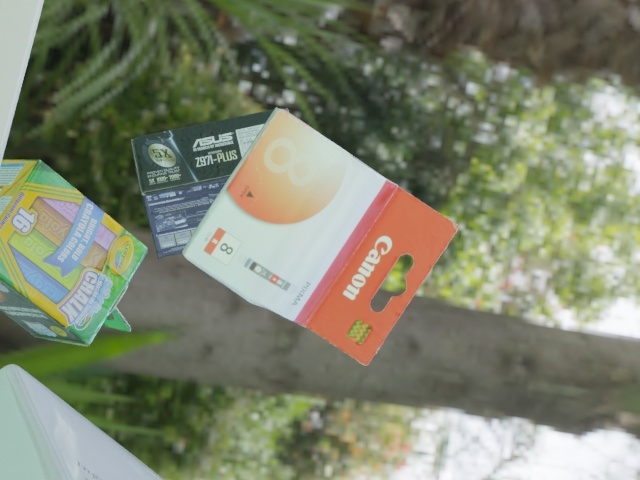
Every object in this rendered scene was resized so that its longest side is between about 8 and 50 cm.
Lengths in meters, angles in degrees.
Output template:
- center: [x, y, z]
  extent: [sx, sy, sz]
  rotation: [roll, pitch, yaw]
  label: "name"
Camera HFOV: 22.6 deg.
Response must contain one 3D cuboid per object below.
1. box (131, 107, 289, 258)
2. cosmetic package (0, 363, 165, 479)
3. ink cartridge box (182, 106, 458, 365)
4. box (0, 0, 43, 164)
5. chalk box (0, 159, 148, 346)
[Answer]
- center: [-0.111, -0.064, 1.812]
  extent: [0.147, 0.180, 0.077]
  rotation: [84, -7, -60]
  label: "box"
- center: [-0.210, 0.371, 1.281]
  extent: [0.329, 0.327, 0.393]
  rotation: [-47, -153, 0]
  label: "cosmetic package"
- center: [0.000, 0.000, 1.300]
  extent: [0.145, 0.179, 0.045]
  rotation: [-57, 179, 5]
  label: "ink cartridge box"
- center: [-0.303, -0.165, 1.328]
  extent: [0.094, 0.113, 0.275]
  rotation: [-15, -122, 57]
  label: "box"
- center: [-0.286, 0.025, 1.730]
  extent: [0.132, 0.213, 0.132]
  rotation: [3, -122, 53]
  label: "chalk box"
